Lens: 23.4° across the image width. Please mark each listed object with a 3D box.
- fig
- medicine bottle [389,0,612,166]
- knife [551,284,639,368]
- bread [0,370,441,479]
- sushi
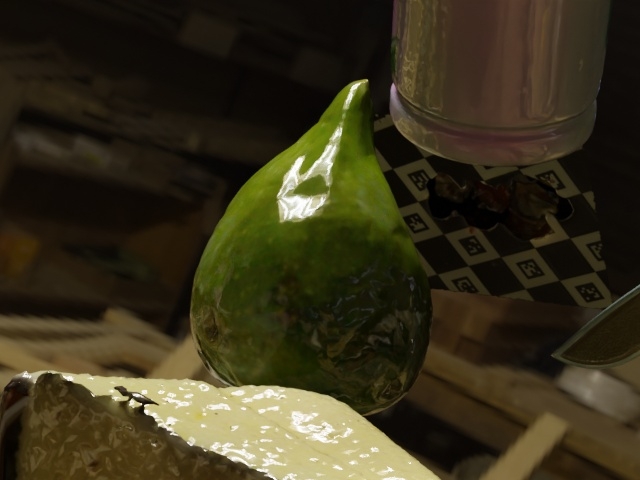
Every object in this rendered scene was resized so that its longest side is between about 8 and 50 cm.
[{"bbox_3d":[0.000,0.000,1.238,0.206,0.275,0.206,10,-2,0],"label":"fig"},{"bbox_3d":[0.175,-0.255,1.476,0.212,0.325,0.212,0,32,0],"label":"medicine bottle"},{"bbox_3d":[0.370,0.035,1.458,0.061,0.343,0.027,56,19,-1],"label":"knife"},{"bbox_3d":[-0.062,0.265,0.896,0.242,0.345,0.405,5,19,-25],"label":"bread"},{"bbox_3d":[0.179,-0.045,1.701,0.290,0.264,0.050,8,45,29],"label":"sushi"}]
